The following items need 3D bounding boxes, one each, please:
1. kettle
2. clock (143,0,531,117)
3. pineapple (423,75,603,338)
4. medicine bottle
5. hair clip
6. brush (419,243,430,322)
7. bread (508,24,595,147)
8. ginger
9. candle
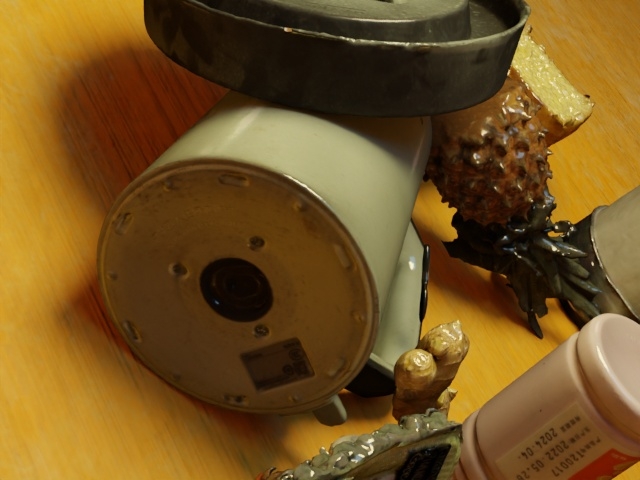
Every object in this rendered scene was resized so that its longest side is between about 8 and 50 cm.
[{"bbox_3d":[0.000,0.000,1.136,0.361,0.250,0.376,57,28,-18],"label":"kettle"},{"bbox_3d":[0.012,-0.230,1.145,0.386,0.076,0.386,8,28,-4],"label":"clock"},{"bbox_3d":[0.225,-0.026,1.379,0.165,0.166,0.364,-85,154,-49],"label":"pineapple"},{"bbox_3d":[0.226,0.190,1.120,0.133,0.250,0.133,28,37,-24],"label":"medicine bottle"},{"bbox_3d":[-0.003,0.223,0.978,0.091,0.138,0.321,27,25,31],"label":"hair clip"},{"bbox_3d":[0.107,0.044,1.174,0.008,0.024,0.083,5,75,1],"label":"brush"},{"bbox_3d":[0.207,-0.231,1.614,0.340,0.179,0.194,52,33,16],"label":"bread"},{"bbox_3d":[0.107,0.143,1.115,0.053,0.176,0.193,24,28,19],"label":"ginger"},{"bbox_3d":[0.490,0.003,1.518,0.221,0.342,0.221,28,41,-28],"label":"candle"}]
